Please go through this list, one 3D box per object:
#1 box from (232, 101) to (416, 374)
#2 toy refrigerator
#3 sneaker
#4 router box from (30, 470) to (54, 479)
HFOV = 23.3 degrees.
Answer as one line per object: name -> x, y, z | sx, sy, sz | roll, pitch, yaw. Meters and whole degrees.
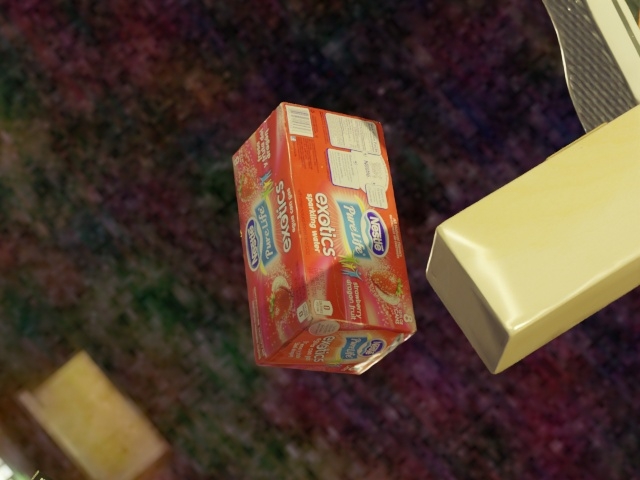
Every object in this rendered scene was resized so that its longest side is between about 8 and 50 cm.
box -> 0.000, 0.000, 1.618 | 0.122, 0.128, 0.257 | -43, 47, 48
toy refrigerator -> 0.204, -0.029, 1.021 | 0.094, 0.269, 0.102 | 57, 170, 16
sneaker -> 0.258, -0.178, 1.244 | 0.126, 0.127, 0.321 | 37, 157, 58
router box -> -0.255, 0.441, 1.801 | 0.309, 0.081, 0.243 | 33, 127, 0
